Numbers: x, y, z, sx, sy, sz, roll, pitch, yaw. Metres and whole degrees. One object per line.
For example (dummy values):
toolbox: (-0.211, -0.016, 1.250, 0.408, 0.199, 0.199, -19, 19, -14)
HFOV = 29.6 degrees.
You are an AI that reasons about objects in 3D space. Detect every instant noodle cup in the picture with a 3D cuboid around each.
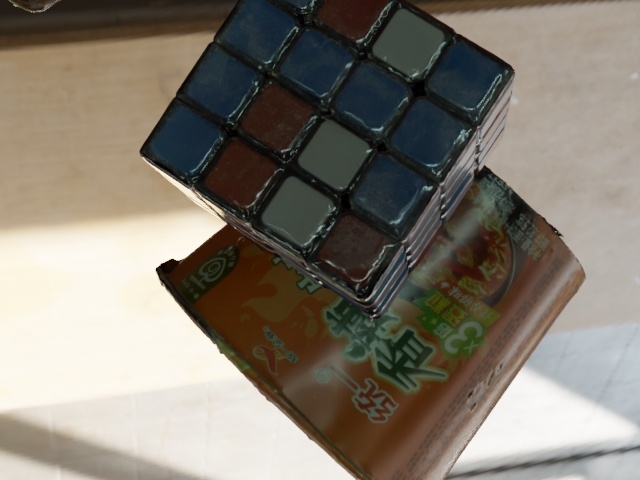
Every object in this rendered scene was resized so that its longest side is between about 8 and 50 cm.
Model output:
instant noodle cup: (0.040, 0.033, 0.753, 0.182, 0.230, 0.230, -47, 140, -1)

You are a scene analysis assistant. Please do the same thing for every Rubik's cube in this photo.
Rubik's cube: (0.006, -0.036, 0.433, 0.092, 0.092, 0.092, -56, 170, -3)

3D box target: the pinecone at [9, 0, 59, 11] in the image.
pinecone: (-0.184, -0.252, 0.721, 0.264, 0.264, 0.264, -9, 144, -7)
